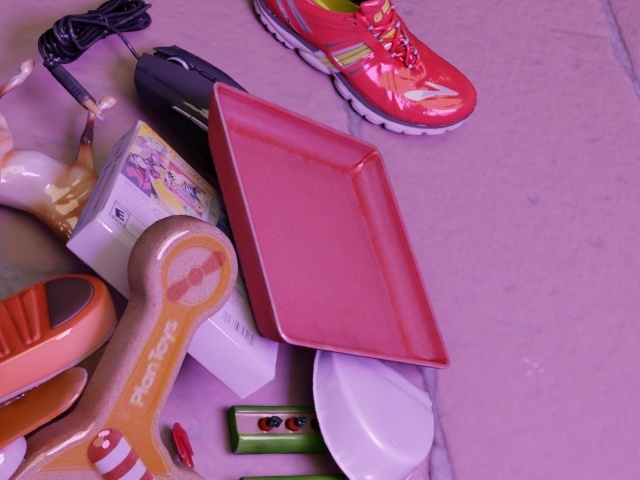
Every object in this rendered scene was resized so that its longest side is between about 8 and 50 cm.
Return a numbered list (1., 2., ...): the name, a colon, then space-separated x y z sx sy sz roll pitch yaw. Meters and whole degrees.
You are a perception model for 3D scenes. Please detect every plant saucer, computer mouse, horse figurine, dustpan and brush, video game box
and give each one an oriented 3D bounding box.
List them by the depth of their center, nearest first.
1. video game box: -0.115 0.012 1.016 0.205 0.048 0.187 45 26 -20
2. dustpan and brush: 0.045 0.196 1.046 0.147 0.060 0.211 37 26 -26
3. horse figurine: -0.265 -0.079 1.066 0.263 0.066 0.174 26 57 -17
4. plant saucer: 0.000 0.000 1.086 0.258 0.048 0.259 16 51 -50
5. computer mouse: -0.144 -0.140 1.113 0.262 0.060 0.184 49 36 4

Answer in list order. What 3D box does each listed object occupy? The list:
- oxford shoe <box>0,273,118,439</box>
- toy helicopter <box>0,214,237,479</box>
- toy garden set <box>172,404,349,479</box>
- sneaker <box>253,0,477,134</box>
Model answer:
1. oxford shoe: -0.308 0.168 0.904 0.364 0.130 0.132 -27 121 -13
2. toy helicopter: -0.173 0.140 0.862 0.235 0.140 0.355 27 84 -34
3. toy garden set: -0.052 0.249 0.990 0.204 0.049 0.244 4 58 -24
4. sneaker: 0.053 -0.215 1.228 0.279 0.118 0.107 33 60 -6
